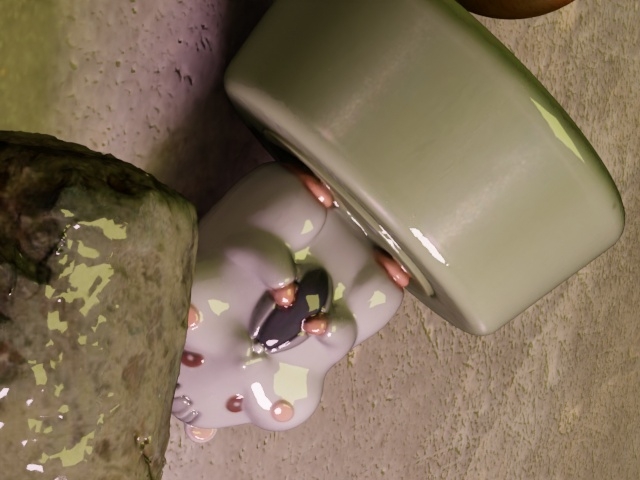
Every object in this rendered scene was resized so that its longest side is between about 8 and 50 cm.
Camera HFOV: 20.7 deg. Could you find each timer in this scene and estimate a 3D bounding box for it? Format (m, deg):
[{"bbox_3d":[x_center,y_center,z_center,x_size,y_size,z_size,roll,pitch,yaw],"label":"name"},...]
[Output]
[{"bbox_3d":[0.000,0.000,1.191,0.315,0.291,0.291,-45,143,-6],"label":"timer"}]

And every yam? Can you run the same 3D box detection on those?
[{"bbox_3d":[-0.174,0.084,0.974,0.195,0.195,0.300,-11,112,-56],"label":"yam"}]

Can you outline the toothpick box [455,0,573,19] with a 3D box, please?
[{"bbox_3d":[0.091,-0.254,1.064,0.294,0.192,0.192,41,67,-62],"label":"toothpick box"}]
